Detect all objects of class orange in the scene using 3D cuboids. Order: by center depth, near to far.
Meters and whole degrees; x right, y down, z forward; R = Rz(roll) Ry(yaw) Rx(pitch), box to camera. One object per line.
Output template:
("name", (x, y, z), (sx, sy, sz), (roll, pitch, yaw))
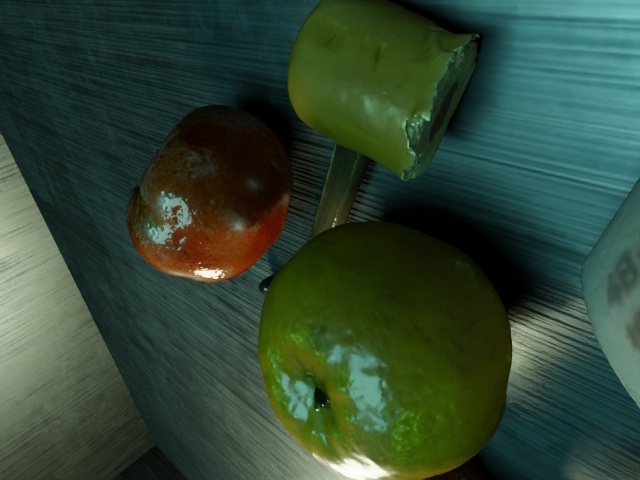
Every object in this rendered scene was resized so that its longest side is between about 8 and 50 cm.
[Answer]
("orange", (0.067, 0.111, 0.548), (0.279, 0.235, 0.278), (17, 117, 39))

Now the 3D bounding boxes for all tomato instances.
("tomato", (-0.133, -0.060, 0.669), (0.189, 0.232, 0.232), (32, 151, -18))

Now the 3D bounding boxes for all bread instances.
("bread", (0.045, -0.143, 0.456), (0.173, 0.085, 0.134), (32, 115, 28))

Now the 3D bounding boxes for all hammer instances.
("hammer", (0.000, 0.000, 0.696), (0.168, 0.044, 0.439), (42, 144, 20))

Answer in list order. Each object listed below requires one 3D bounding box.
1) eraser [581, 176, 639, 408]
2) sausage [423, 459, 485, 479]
("eraser", (0.255, -0.015, 0.275), (0.095, 0.174, 0.270), (2, 135, -3))
("sausage", (0.191, 0.361, 0.722), (0.330, 0.102, 0.102), (56, 146, 1))
